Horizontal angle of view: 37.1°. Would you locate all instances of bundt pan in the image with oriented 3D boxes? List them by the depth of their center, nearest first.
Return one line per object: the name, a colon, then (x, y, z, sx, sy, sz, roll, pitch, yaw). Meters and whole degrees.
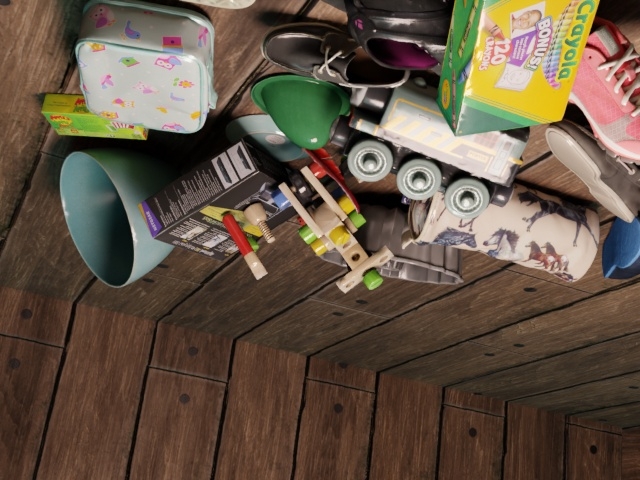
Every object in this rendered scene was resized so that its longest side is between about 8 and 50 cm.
bundt pan: (0.159, 0.003, 2.089, 0.331, 0.124, 0.331, 11, 173, 1)

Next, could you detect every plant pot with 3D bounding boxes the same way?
plant pot: (-0.387, -0.071, 1.999, 0.195, 0.290, 0.290, -23, 180, -37)

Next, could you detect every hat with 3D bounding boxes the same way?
hat: (-0.031, -0.169, 1.674, 0.208, 0.183, 0.173, 5, 160, 7)

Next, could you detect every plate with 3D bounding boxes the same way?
plate: (-0.094, -0.192, 1.865, 0.188, 0.024, 0.188, 7, 159, 3)

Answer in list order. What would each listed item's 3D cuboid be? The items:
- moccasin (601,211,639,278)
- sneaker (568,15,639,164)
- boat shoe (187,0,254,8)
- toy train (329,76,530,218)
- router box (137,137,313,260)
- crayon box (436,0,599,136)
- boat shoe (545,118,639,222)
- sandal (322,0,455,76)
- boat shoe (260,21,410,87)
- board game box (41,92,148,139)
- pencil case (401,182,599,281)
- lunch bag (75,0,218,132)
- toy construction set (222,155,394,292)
moccasin: (0.675, 0.004, 2.003, 0.117, 0.138, 0.342, 1, 173, 6)
sneaker: (0.397, -0.221, 1.308, 0.314, 0.116, 0.136, 47, 168, 34)
boat shoe: (-0.281, -0.419, 1.170, 0.500, 0.156, 0.187, 15, 166, 12)
toy train: (0.188, -0.170, 1.606, 0.334, 0.142, 0.190, 21, 117, -5)
router box: (-0.177, -0.071, 1.887, 0.243, 0.081, 0.309, -31, 162, 11)
crayon box: (0.259, -0.274, 1.247, 0.165, 0.081, 0.278, -10, 139, -13)
boat shoe: (0.505, -0.147, 1.710, 0.335, 0.095, 0.112, 36, -179, -45)
sandal: (0.156, -0.296, 1.380, 0.446, 0.107, 0.167, 24, 154, -31)
boat shoe: (0.024, -0.283, 1.469, 0.233, 0.084, 0.079, 11, -161, -9)
board game box: (-0.429, -0.237, 1.832, 0.181, 0.043, 0.092, 4, 158, 8)
pencil case: (0.370, -0.029, 1.928, 0.410, 0.160, 0.183, 14, 134, -17)
lunch bag: (-0.279, -0.283, 1.573, 0.224, 0.108, 0.279, 6, 161, -6)
toy construction set: (0.000, 0.000, 1.824, 0.309, 0.237, 0.257, -25, 161, -19)
